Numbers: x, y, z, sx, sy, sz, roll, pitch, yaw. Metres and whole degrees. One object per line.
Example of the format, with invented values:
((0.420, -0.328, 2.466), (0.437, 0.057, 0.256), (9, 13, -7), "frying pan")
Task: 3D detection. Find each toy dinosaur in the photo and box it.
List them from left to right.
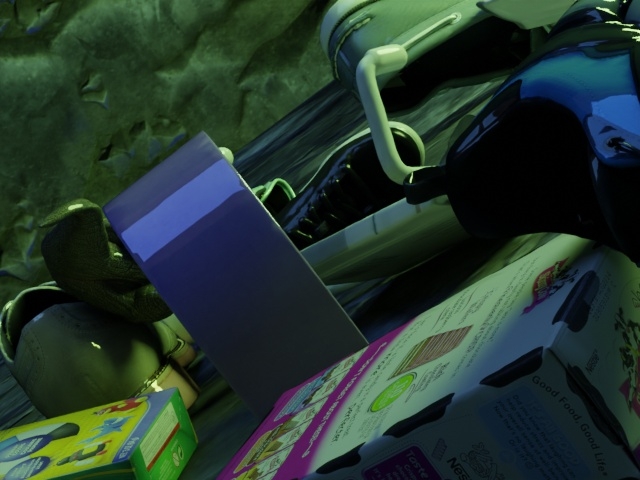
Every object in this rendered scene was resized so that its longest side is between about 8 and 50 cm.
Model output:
((-0.136, 0.020, 1.478), (0.160, 0.121, 0.313), (3, 6, 30), "toy dinosaur")

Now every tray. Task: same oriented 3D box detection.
((0.247, -0.192, 1.394), (0.270, 0.030, 0.145), (-14, 7, 4), "tray")

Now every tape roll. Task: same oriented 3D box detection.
((-0.045, 0.030, 1.187), (0.080, 0.189, 0.189), (-38, 8, -2), "tape roll")

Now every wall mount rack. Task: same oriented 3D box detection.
((0.087, -0.060, 1.388), (0.304, 0.130, 0.350), (-7, -13, -41), "wall mount rack")

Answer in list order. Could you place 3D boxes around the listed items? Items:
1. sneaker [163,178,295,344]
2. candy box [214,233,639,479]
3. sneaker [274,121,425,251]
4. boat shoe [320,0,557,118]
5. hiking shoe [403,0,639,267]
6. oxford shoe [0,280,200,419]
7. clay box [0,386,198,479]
((-0.076, -0.002, 1.821), (0.151, 0.094, 0.256), (-40, 16, 10), "sneaker")
((0.054, 0.085, 0.879), (0.233, 0.071, 0.159), (-33, 9, 33), "candy box")
((0.000, 0.000, 1.593), (0.217, 0.079, 0.121), (-43, 9, 20), "sneaker")
((0.164, -0.161, 1.528), (0.319, 0.116, 0.099), (-11, 45, -10), "boat shoe")
((0.174, -0.029, 0.752), (0.132, 0.113, 0.304), (-40, 23, -26), "hiking shoe")
((-0.194, 0.089, 1.631), (0.140, 0.146, 0.397), (-40, 8, -10), "oxford shoe")
((-0.207, 0.170, 1.351), (0.222, 0.053, 0.127), (-14, 15, 15), "clay box")
